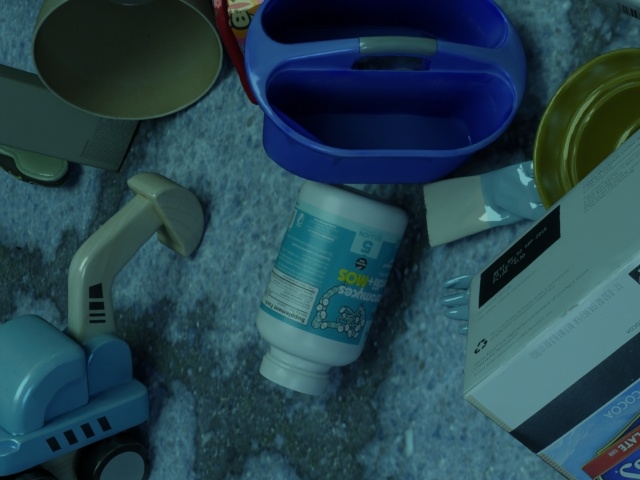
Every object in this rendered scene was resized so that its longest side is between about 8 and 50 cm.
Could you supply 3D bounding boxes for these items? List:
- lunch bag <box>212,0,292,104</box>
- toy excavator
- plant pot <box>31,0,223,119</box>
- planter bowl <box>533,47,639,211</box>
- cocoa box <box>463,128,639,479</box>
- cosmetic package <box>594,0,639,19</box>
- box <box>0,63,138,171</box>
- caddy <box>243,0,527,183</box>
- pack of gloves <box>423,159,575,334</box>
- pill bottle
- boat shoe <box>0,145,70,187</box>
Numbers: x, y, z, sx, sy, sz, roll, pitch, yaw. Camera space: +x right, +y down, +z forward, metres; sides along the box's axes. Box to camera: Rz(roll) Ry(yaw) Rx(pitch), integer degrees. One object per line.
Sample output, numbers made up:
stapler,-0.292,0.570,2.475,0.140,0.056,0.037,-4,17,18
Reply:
lunch bag,-0.065,-0.339,1.841,0.120,0.258,0.293,-9,55,12
toy excavator,-0.358,0.157,1.986,0.222,0.432,0.445,29,129,44
plant pot,-0.294,-0.349,2.053,0.284,0.284,0.191,-34,46,34
planter bowl,0.347,-0.095,1.476,0.217,0.090,0.217,-13,71,41
cocoa box,0.337,0.056,1.298,0.347,0.228,0.231,-44,15,28
cosmetic package,0.444,-0.428,1.354,0.230,0.161,0.453,24,99,12
box,-0.433,-0.197,2.132,0.094,0.275,0.113,37,106,44
caddy,0.073,-0.199,1.607,0.179,0.341,0.241,120,147,-68
pack of gloves,0.233,0.010,1.611,0.232,0.046,0.195,-11,84,45
pill bottle,0.006,0.061,1.732,0.146,0.146,0.264,25,99,45
boat shoe,-0.500,-0.138,2.336,0.081,0.069,0.227,-41,46,-22
